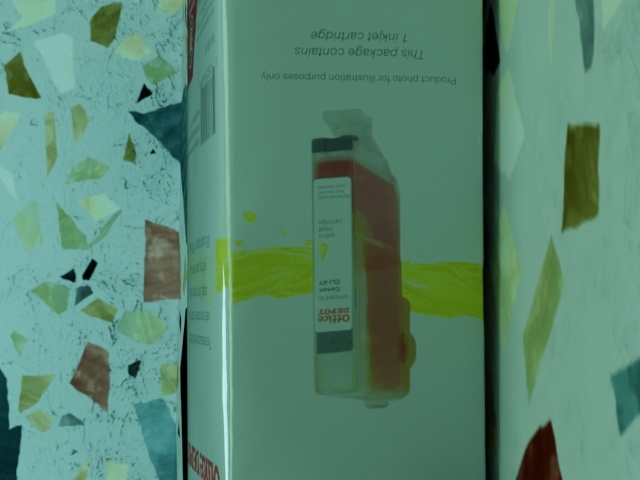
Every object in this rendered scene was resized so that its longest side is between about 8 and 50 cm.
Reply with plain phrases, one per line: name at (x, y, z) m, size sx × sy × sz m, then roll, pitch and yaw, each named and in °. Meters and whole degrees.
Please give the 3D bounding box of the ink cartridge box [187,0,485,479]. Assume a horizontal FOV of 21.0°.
ink cartridge box at (0.000, 0.000, 1.102) m, size 0.279 × 0.160 × 0.384 m, roll 170°, pitch 101°, yaw -81°
